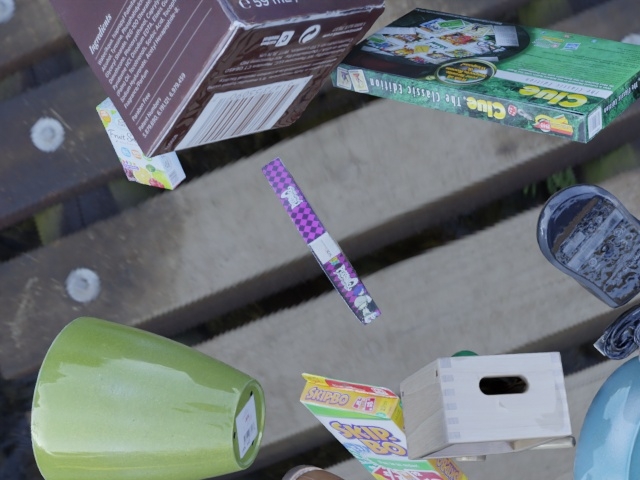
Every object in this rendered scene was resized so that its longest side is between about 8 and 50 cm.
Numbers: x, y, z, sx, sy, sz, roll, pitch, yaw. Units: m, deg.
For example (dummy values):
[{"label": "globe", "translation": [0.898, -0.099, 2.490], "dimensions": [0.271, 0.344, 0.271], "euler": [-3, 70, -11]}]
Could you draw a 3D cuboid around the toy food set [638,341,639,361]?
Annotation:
[{"label": "toy food set", "translation": [0.442, -0.008, 1.177], "dimensions": [0.092, 0.220, 0.306], "euler": [40, 112, 5]}]

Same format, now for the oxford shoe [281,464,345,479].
[{"label": "oxford shoe", "translation": [0.059, 0.275, 1.027], "dimensions": [0.212, 0.076, 0.076], "euler": [36, 70, -18]}]

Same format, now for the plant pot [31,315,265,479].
[{"label": "plant pot", "translation": [-0.243, 0.265, 1.785], "dimensions": [0.293, 0.275, 0.275], "euler": [4, 78, 18]}]

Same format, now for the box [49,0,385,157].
[{"label": "box", "translation": [-0.094, -0.204, 0.940], "dimensions": [0.168, 0.167, 0.203], "euler": [-20, 71, -43]}]

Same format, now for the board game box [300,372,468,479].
[{"label": "board game box", "translation": [0.076, 0.236, 1.390], "dimensions": [0.124, 0.259, 0.039], "euler": [5, 57, 33]}]

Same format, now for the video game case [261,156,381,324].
[{"label": "video game case", "translation": [0.000, 0.000, 1.871], "dimensions": [0.041, 0.210, 0.232], "euler": [-34, 40, 1]}]

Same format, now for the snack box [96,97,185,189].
[{"label": "snack box", "translation": [-0.275, -0.149, 1.778], "dimensions": [0.100, 0.141, 0.037], "euler": [12, 46, 35]}]

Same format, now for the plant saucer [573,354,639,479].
[{"label": "plant saucer", "translation": [0.395, 0.271, 1.218], "dimensions": [0.317, 0.043, 0.318], "euler": [8, 75, -31]}]

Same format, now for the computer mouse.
[{"label": "computer mouse", "translation": [0.378, 0.020, 1.552], "dimensions": [0.188, 0.072, 0.272], "euler": [-46, 116, 7]}]

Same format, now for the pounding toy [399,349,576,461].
[{"label": "pounding toy", "translation": [0.176, 0.171, 1.192], "dimensions": [0.181, 0.206, 0.094], "euler": [-1, 73, -14]}]

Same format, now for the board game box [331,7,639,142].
[{"label": "board game box", "translation": [0.148, -0.149, 1.000], "dimensions": [0.259, 0.030, 0.136], "euler": [19, 40, 38]}]
